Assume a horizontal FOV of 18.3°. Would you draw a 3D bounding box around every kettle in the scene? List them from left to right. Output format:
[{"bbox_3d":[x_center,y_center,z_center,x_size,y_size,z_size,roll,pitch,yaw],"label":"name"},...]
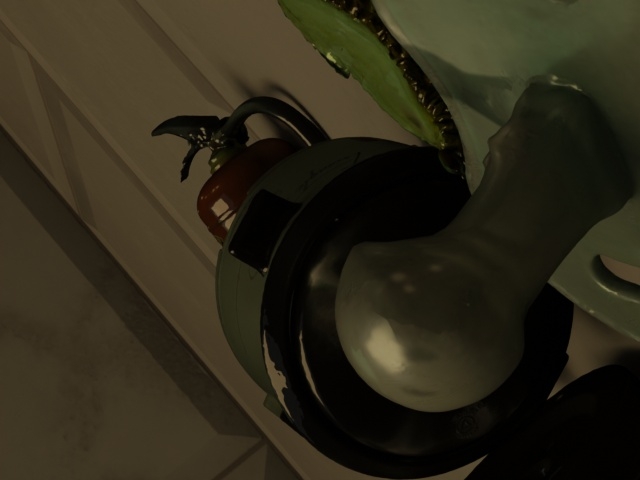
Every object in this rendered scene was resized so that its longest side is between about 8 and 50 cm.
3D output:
[{"bbox_3d":[0.265,0.278,1.427,0.324,0.228,0.321,45,167,-5],"label":"kettle"}]

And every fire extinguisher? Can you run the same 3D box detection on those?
[{"bbox_3d":[0.004,-0.003,1.878,0.376,0.113,0.200,50,125,0],"label":"fire extinguisher"}]

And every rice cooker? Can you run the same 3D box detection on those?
[{"bbox_3d":[0.052,0.044,1.471,0.280,0.241,0.227,30,178,-21],"label":"rice cooker"}]

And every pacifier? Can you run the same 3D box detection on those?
[{"bbox_3d":[0.120,-0.019,1.010,0.288,0.269,0.343,13,145,49],"label":"pacifier"}]

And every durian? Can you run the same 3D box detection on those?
[{"bbox_3d":[0.073,-0.125,1.260,0.220,0.137,0.095,54,125,27],"label":"durian"}]
